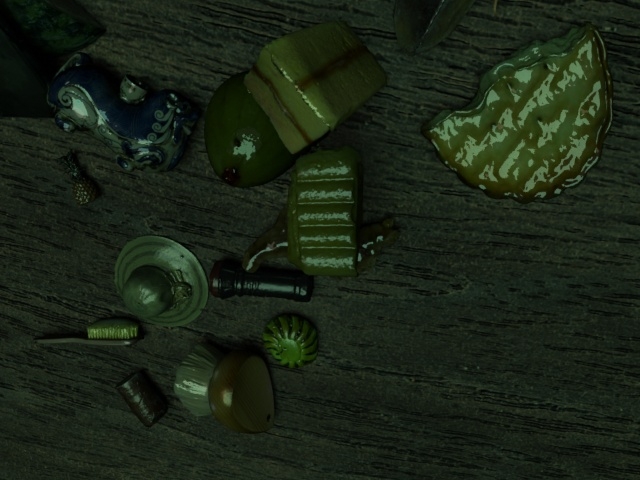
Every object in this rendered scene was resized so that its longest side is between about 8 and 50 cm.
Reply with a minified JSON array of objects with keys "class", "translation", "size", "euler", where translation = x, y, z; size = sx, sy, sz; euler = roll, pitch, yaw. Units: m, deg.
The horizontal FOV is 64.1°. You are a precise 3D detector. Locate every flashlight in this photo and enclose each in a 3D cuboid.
[{"class":"flashlight","translation":[-0.129,0.095,1.158],"size":[0.232,0.093,0.092],"euler":[5,112,2]}]

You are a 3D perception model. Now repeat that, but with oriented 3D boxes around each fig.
[{"class":"fig","translation":[-0.128,-0.199,0.967],"size":[0.203,0.225,0.203],"euler":[9,137,9]}]

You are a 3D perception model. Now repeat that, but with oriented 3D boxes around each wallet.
[{"class":"wallet","translation":[-0.628,-0.353,0.988],"size":[0.173,0.045,0.318],"euler":[6,153,6]}]

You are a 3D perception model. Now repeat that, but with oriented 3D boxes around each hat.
[{"class":"hat","translation":[-0.399,0.119,1.198],"size":[0.252,0.110,0.251],"euler":[4,113,9]}]

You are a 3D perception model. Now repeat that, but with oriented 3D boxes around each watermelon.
[{"class":"watermelon","translation":[-0.611,-0.459,0.997],"size":[0.260,0.176,0.256],"euler":[-22,145,16]}]

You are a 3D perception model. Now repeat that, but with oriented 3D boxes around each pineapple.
[{"class":"pineapple","translation":[-0.549,-0.143,1.151],"size":[0.058,0.058,0.124],"euler":[-17,107,16]}]

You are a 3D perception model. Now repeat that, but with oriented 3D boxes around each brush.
[{"class":"brush","translation":[-0.222,0.379,1.250],"size":[0.166,0.174,0.266],"euler":[0,130,25]},{"class":"brush","translation":[-0.598,0.234,1.311],"size":[0.313,0.072,0.067],"euler":[-4,88,15]}]

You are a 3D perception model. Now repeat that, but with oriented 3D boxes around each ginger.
[{"class":"ginger","translation":[0.002,0.000,1.099],"size":[0.333,0.080,0.166],"euler":[5,94,9]}]

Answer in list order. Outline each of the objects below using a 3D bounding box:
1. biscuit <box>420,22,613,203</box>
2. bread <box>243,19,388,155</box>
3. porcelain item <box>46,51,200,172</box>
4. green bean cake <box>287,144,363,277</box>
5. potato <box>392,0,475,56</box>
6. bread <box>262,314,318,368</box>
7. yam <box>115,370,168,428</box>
[{"class":"biscuit","translation":[0.357,-0.227,0.948],"size":[0.335,0.078,0.329],"euler":[4,115,9]},{"class":"bread","translation":[0.022,-0.293,0.863],"size":[0.264,0.163,0.167],"euler":[-44,100,-19]},{"class":"porcelain item","translation":[-0.398,-0.263,1.037],"size":[0.288,0.138,0.186],"euler":[35,102,-6]},{"class":"green bean cake","translation":[0.015,-0.053,0.940],"size":[0.124,0.236,0.232],"euler":[2,92,6]},{"class":"potato","translation":[0.222,-0.459,0.887],"size":[0.120,0.100,0.261],"euler":[55,133,28]},{"class":"bread","translation":[-0.070,0.242,1.209],"size":[0.130,0.071,0.139],"euler":[-11,109,9]},{"class":"yam","translation":[-0.469,0.417,1.347],"size":[0.079,0.079,0.141],"euler":[-28,103,19]}]
